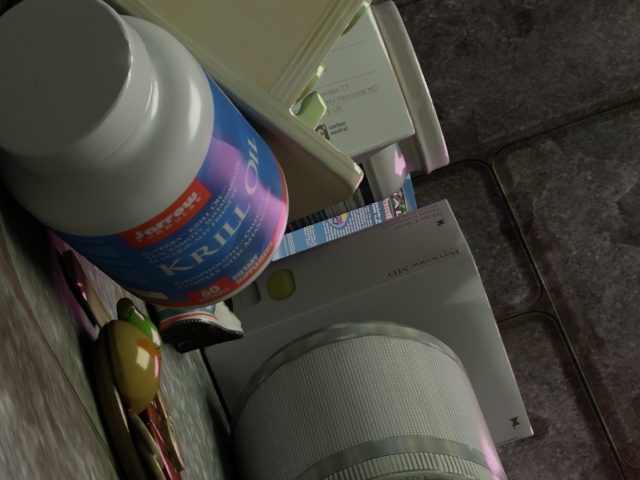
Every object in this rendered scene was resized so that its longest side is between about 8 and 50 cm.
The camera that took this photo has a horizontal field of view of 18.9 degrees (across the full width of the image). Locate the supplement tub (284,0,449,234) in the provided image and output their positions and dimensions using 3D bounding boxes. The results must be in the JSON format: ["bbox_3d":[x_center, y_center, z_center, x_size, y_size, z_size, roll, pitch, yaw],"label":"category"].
[{"bbox_3d":[-0.033,-0.106,1.835,0.191,0.272,0.191,-20,90,-89],"label":"supplement tub"}]

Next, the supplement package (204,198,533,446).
[{"bbox_3d":[0.039,0.114,1.827,0.145,0.262,0.204,-108,178,-66],"label":"supplement package"}]

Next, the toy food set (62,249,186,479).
[{"bbox_3d":[-0.100,0.103,1.137,0.132,0.038,0.192,69,2,-55],"label":"toy food set"}]

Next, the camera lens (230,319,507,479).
[{"bbox_3d":[0.048,0.219,1.626,0.274,0.219,0.219,-108,178,-49],"label":"camera lens"}]

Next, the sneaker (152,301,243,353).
[{"bbox_3d":[-0.101,0.044,1.532,0.161,0.057,0.075,47,29,-79],"label":"sneaker"}]

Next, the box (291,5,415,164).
[{"bbox_3d":[-0.096,-0.193,1.417,0.215,0.168,0.345,-24,-95,68],"label":"box"}]

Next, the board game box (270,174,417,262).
[{"bbox_3d":[0.000,0.000,2.090,0.336,0.079,0.254,-7,84,-60],"label":"board game box"}]

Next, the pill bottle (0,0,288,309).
[{"bbox_3d":[-0.106,-0.049,1.065,0.221,0.124,0.124,46,23,-65],"label":"pill bottle"}]

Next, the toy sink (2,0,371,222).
[{"bbox_3d":[-0.059,-0.138,1.221,0.234,0.131,0.153,37,-18,-12],"label":"toy sink"}]
